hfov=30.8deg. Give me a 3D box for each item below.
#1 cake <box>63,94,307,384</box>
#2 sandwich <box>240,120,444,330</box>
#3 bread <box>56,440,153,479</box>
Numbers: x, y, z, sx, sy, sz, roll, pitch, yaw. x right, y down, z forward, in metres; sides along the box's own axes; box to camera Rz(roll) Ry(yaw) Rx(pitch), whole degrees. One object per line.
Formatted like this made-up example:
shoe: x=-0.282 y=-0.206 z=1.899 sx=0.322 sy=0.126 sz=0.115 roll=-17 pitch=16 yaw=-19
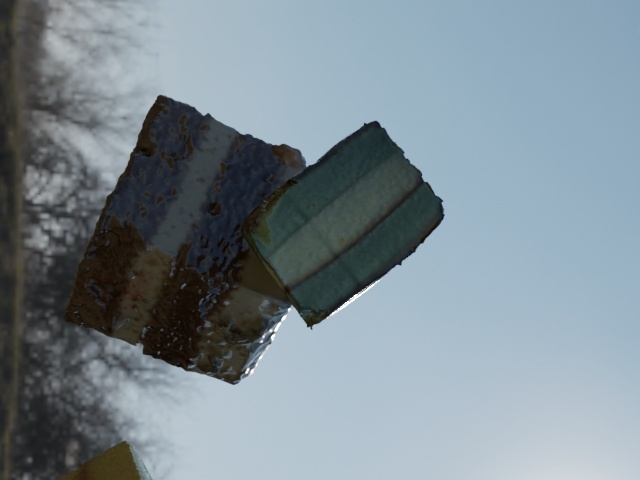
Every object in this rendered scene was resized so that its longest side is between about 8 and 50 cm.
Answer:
cake: x=-0.163 y=0.010 z=1.578 sx=0.255 sy=0.290 sz=0.282 roll=-58 pitch=-171 yaw=52
sandwich: x=0.000 y=0.000 z=1.388 sx=0.155 sy=0.227 sz=0.198 roll=52 pitch=-25 yaw=-1
bread: x=-0.298 y=0.360 z=1.543 sx=0.264 sy=0.168 sz=0.163 roll=51 pitch=-13 yaw=38
